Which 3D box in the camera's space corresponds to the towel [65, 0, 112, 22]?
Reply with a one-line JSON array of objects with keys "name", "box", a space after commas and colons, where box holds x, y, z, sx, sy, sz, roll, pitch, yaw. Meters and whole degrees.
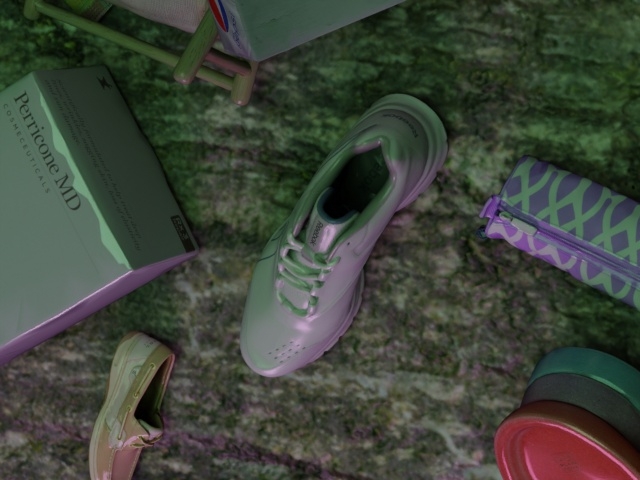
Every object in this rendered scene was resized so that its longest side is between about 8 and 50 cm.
[{"name": "towel", "box": [-0.215, -0.251, 1.634, 0.083, 0.009, 0.060, -44, 82, 21]}]

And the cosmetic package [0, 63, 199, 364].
[{"name": "cosmetic package", "box": [-0.336, 0.012, 1.647, 0.385, 0.156, 0.217, -31, 85, 24]}]

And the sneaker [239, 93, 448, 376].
[{"name": "sneaker", "box": [0.000, 0.000, 1.530, 0.111, 0.129, 0.297, 32, 110, 11]}]

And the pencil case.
[{"name": "pencil case", "box": [0.240, -0.001, 1.459, 0.206, 0.088, 0.086, 25, 109, 15]}]

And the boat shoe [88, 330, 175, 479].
[{"name": "boat shoe", "box": [-0.182, 0.176, 1.666, 0.059, 0.063, 0.170, 18, 105, 23]}]

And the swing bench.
[{"name": "swing bench", "box": [-0.152, -0.289, 1.520, 0.253, 0.165, 0.255, 23, 94, 17]}]

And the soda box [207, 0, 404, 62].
[{"name": "soda box", "box": [0.044, -0.245, 1.402, 0.286, 0.091, 0.098, -25, 109, -13]}]

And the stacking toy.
[{"name": "stacking toy", "box": [0.325, 0.195, 1.441, 0.309, 0.130, 0.279, -8, 123, 44]}]
